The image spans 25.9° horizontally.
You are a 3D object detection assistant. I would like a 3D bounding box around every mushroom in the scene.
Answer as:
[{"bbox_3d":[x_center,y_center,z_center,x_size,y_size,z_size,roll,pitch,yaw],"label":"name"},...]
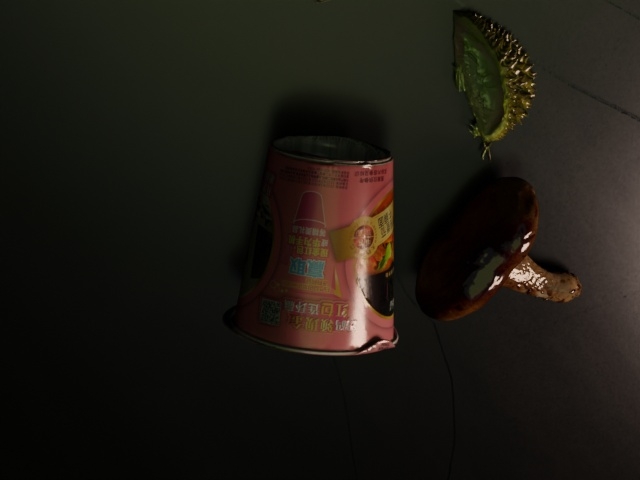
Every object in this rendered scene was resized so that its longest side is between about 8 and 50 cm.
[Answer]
[{"bbox_3d":[0.261,0.048,1.903,0.217,0.148,0.227,32,114,-30],"label":"mushroom"}]

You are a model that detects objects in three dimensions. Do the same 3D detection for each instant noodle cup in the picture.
[{"bbox_3d":[0.000,0.000,1.828,0.243,0.244,0.255,6,105,-3],"label":"instant noodle cup"}]

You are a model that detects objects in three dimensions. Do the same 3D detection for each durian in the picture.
[{"bbox_3d":[0.231,-0.202,1.828,0.100,0.086,0.215,-1,113,36],"label":"durian"}]

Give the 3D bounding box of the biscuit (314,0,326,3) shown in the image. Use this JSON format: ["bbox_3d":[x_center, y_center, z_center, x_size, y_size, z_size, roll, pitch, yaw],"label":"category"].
[{"bbox_3d":[0.014,-0.408,1.747,0.121,0.040,0.199,-19,112,4],"label":"biscuit"}]
